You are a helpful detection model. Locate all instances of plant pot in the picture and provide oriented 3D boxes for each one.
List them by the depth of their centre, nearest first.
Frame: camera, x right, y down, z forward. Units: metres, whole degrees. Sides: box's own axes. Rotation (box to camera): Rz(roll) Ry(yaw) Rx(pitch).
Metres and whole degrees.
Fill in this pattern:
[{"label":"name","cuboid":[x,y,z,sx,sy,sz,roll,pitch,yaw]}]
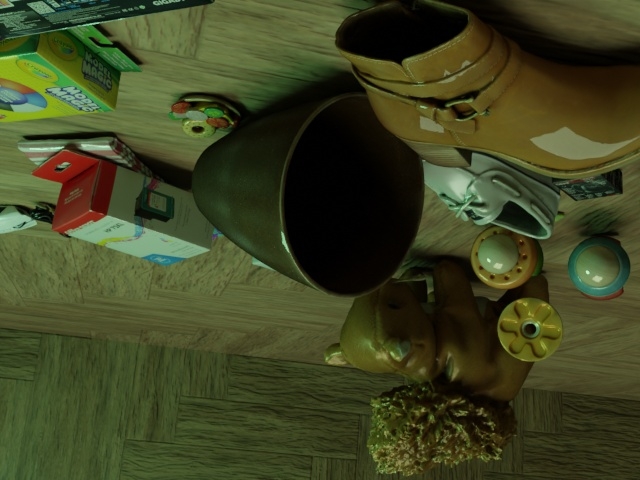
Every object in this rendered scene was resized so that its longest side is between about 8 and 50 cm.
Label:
[{"label":"plant pot","cuboid":[-0.039,-0.059,0.907,0.231,0.215,0.215,9,171,45]}]

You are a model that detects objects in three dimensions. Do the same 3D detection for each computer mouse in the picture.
[{"label":"computer mouse","cuboid":[-0.530,-0.032,1.372,0.193,0.042,0.106,1,164,11]}]

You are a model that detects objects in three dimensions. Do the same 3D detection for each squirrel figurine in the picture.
[{"label":"squirrel figurine","cuboid":[0.197,0.230,1.432,0.371,0.396,0.281,8,170,-44]}]

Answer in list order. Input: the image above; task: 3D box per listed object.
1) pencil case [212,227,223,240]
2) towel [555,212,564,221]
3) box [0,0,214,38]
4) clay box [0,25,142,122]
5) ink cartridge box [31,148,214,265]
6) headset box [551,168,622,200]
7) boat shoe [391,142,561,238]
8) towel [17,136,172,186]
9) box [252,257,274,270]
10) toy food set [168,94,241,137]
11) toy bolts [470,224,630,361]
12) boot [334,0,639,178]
[{"label":"pencil case","cuboid":[-0.167,-0.028,1.234,0.064,0.070,0.152,-35,-170,-33]},{"label":"towel","cuboid":[0.309,-0.037,1.170,0.083,0.009,0.060,11,162,-21]},{"label":"box","cuboid":[-0.211,-0.229,0.595,0.220,0.051,0.175,-2,162,23]},{"label":"clay box","cuboid":[-0.309,-0.173,0.812,0.222,0.053,0.127,-1,163,22]},{"label":"ink cartridge box","cuboid":[-0.278,-0.041,1.107,0.231,0.077,0.134,20,156,-34]},{"label":"headset box","cuboid":[0.328,-0.079,0.982,0.062,0.032,0.083,-10,157,39]},{"label":"boat shoe","cuboid":[0.194,-0.063,0.976,0.268,0.088,0.096,18,160,-38]},{"label":"towel","cuboid":[-0.308,-0.099,1.113,0.144,0.029,0.197,0,160,16]},{"label":"box","cuboid":[0.000,0.000,1.240,0.171,0.090,0.130,-9,159,38]},{"label":"toy food set","cuboid":[-0.133,-0.143,0.917,0.083,0.020,0.082,-2,162,23]},{"label":"toy bolts","cuboid":[0.348,0.072,1.196,0.229,0.218,0.158,-9,173,21]},{"label":"boot","cuboid":[0.170,-0.149,0.706,0.284,0.108,0.220,4,161,30]}]
